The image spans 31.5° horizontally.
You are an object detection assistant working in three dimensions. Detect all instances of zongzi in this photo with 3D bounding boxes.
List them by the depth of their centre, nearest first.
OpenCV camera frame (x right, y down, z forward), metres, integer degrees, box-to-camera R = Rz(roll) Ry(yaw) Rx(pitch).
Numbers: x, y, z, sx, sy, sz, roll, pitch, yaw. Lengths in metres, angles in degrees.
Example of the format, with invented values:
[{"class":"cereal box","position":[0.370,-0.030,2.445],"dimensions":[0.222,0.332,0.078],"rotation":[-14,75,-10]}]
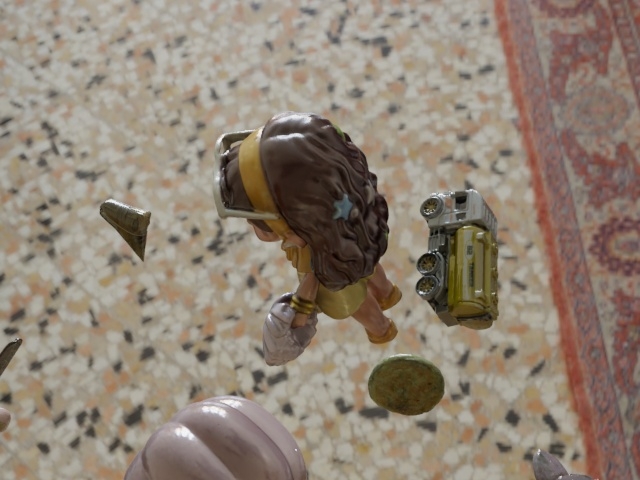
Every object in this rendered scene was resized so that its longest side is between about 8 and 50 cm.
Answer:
[{"class":"zongzi","position":[-0.287,-0.016,1.661],"dimensions":[0.076,0.083,0.040],"rotation":[20,35,15]}]

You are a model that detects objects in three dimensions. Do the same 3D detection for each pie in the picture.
[{"class":"pie","position":[0.091,0.150,1.189],"dimensions":[0.084,0.084,0.021],"rotation":[-5,34,7]}]

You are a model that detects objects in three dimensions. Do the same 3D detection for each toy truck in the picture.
[{"class":"toy truck","position":[0.119,0.016,0.947],"dimensions":[0.062,0.052,0.123],"rotation":[-12,54,27]}]

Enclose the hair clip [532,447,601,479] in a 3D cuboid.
[{"class":"hair clip","position":[0.266,0.307,1.204],"dimensions":[0.187,0.056,0.146],"rotation":[16,49,15]}]

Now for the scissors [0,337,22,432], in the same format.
[{"class":"scissors","position":[-0.437,0.209,1.415],"dimensions":[0.160,0.317,0.024],"rotation":[-4,56,-45]}]

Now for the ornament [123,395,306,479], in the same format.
[{"class":"ornament","position":[-0.094,0.241,1.073],"dimensions":[0.177,0.177,0.178],"rotation":[-5,54,7]}]

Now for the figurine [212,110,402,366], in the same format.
[{"class":"figurine","position":[0.000,-0.001,0.898],"dimensions":[0.115,0.240,0.175],"rotation":[-7,51,12]}]
